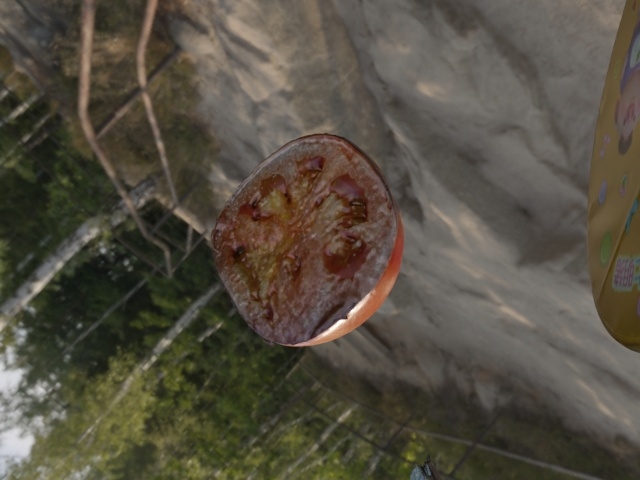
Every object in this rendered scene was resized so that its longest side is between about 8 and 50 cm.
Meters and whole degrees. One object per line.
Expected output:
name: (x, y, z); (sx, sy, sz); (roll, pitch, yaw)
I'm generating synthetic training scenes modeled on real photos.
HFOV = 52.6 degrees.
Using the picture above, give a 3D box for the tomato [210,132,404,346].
tomato: (0.002, 0.006, 1.019); (0.338, 0.338, 0.144); (38, -173, 35)

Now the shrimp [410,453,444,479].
shrimp: (0.183, 0.399, 0.765); (0.316, 0.062, 0.164); (64, 173, -16)

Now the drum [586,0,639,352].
drum: (0.369, -0.102, 0.498); (0.214, 0.430, 0.431); (8, 169, 9)
